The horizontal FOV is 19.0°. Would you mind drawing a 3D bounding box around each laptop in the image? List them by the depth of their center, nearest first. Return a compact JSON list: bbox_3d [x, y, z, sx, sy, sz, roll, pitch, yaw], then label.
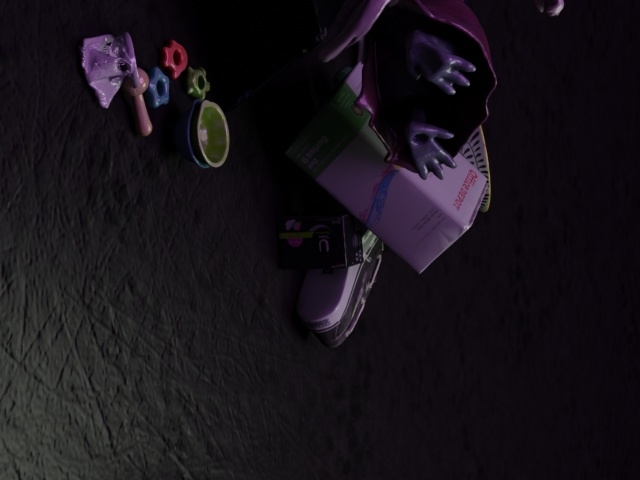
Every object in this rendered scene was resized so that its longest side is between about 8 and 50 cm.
[{"bbox_3d":[-0.029,-0.302,2.040,0.136,0.264,0.234,43,43,-15],"label":"laptop"}]

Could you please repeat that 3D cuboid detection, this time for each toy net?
[{"bbox_3d":[-0.160,-0.160,1.908,0.232,0.045,0.122,38,55,-57],"label":"toy net"}]

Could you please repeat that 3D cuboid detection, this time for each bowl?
[{"bbox_3d":[0.160,-0.113,2.489,0.170,0.080,0.170,169,-90,-83],"label":"bowl"}]

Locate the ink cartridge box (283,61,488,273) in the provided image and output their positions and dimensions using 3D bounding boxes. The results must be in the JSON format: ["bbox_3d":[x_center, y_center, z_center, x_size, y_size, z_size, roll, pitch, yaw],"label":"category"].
[{"bbox_3d":[0.079,-0.084,2.196,0.212,0.093,0.154,40,27,-5],"label":"ink cartridge box"}]

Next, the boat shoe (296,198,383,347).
[{"bbox_3d":[0.032,0.024,2.260,0.070,0.078,0.219,57,47,-45],"label":"boat shoe"}]

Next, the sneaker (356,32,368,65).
[{"bbox_3d":[0.084,-0.189,2.394,0.094,0.080,0.212,-33,111,-47],"label":"sneaker"}]

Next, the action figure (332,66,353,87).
[{"bbox_3d":[0.070,-0.110,2.318,0.063,0.137,0.232,-49,123,-38],"label":"action figure"}]

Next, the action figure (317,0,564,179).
[{"bbox_3d":[0.097,-0.254,2.110,0.276,0.248,0.370,28,42,-28],"label":"action figure"}]

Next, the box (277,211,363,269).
[{"bbox_3d":[0.000,0.000,2.177,0.052,0.083,0.062,-15,101,-65],"label":"box"}]
